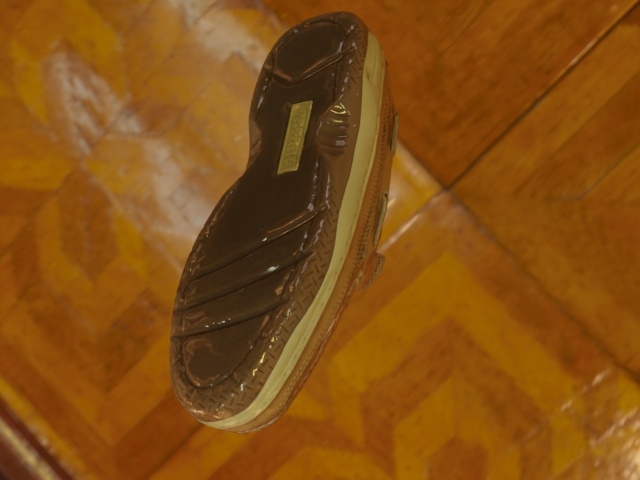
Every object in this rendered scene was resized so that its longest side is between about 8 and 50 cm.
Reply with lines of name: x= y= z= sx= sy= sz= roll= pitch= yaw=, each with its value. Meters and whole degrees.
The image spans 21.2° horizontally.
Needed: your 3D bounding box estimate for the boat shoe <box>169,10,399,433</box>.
boat shoe: x=0.000 y=0.000 z=0.668 sx=0.068 sy=0.190 sz=0.072 roll=-4 pitch=141 yaw=34
